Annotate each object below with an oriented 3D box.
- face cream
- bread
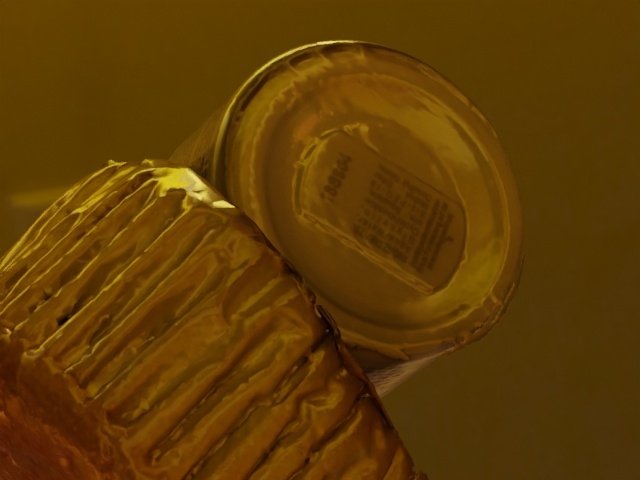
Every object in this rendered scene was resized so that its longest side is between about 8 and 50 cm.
[{"bbox_3d":[0.000,0.000,0.998,0.153,0.177,0.177,-38,-118,59],"label":"face cream"},{"bbox_3d":[-0.060,0.096,0.847,0.227,0.142,0.253,12,-43,52],"label":"bread"}]
